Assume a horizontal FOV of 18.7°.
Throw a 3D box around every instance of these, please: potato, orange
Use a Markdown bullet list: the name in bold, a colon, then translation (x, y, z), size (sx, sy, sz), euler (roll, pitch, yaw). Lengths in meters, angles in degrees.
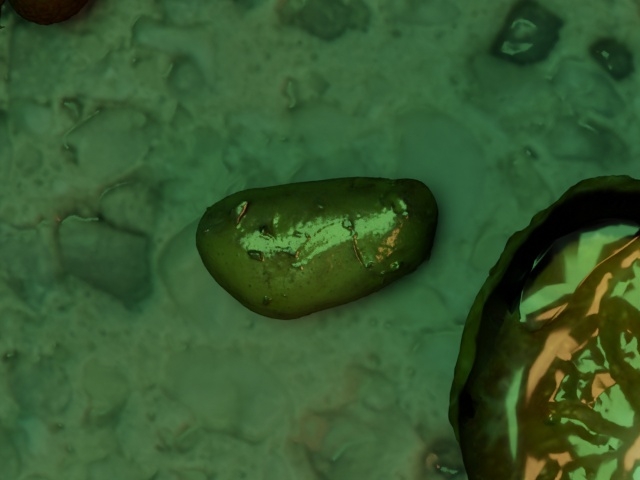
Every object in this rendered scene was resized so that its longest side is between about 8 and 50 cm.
- **potato**: translation (0.000, 0.000, 1.478), size (0.188, 0.085, 0.105), euler (-14, 102, 11)
- **orange**: translation (0.267, 0.128, 1.318), size (0.368, 0.210, 0.271), euler (37, 98, 15)

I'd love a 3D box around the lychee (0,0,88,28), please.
- **lychee**: translation (-0.229, -0.215, 1.557), size (0.101, 0.114, 0.140), euler (10, 63, 35)
